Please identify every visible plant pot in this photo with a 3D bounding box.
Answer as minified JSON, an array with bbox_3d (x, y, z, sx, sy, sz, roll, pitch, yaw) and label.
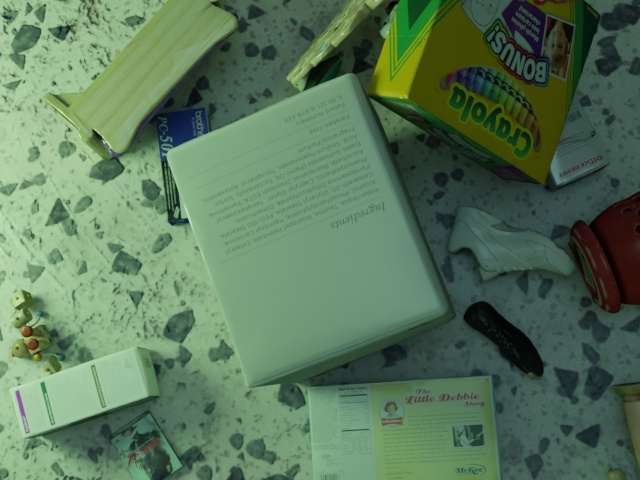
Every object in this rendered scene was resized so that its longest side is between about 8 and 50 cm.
[{"bbox_3d":[0.529,0.024,1.559,0.174,0.191,0.191,-23,79,4],"label":"plant pot"}]

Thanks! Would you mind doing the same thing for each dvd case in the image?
[{"bbox_3d":[-0.311,0.376,1.644,0.087,0.013,0.119,-33,78,-2],"label":"dvd case"}]

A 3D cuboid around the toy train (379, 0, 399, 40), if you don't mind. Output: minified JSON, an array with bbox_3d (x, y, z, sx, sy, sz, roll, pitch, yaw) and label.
[{"bbox_3d":[0.230,-0.309,1.594,0.142,0.334,0.190,-1,54,46],"label":"toy train"}]

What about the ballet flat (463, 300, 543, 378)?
[{"bbox_3d":[0.326,0.176,1.626,0.173,0.049,0.057,47,43,9],"label":"ballet flat"}]

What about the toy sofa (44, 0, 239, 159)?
[{"bbox_3d":[-0.311,-0.312,1.699,0.177,0.150,0.362,40,85,6],"label":"toy sofa"}]

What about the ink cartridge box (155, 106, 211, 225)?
[{"bbox_3d":[-0.245,-0.137,1.715,0.097,0.046,0.207,-8,79,1],"label":"ink cartridge box"}]

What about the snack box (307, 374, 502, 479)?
[{"bbox_3d":[0.144,0.336,1.595,0.321,0.060,0.187,-4,80,3],"label":"snack box"}]

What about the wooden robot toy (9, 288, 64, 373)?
[{"bbox_3d":[-0.536,0.180,1.670,0.079,0.076,0.173,-31,79,9],"label":"wooden robot toy"}]

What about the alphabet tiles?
[{"bbox_3d":[0.047,-0.388,1.626,0.021,0.284,0.278,42,43,-14],"label":"alphabet tiles"}]

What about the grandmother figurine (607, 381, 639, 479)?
[{"bbox_3d":[0.594,0.404,1.538,0.207,0.104,0.343,-12,81,30],"label":"grandmother figurine"}]

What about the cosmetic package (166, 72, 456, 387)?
[{"bbox_3d":[0.000,0.000,1.513,0.327,0.329,0.394,-22,79,7],"label":"cosmetic package"}]

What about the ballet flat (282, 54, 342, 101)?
[{"bbox_3d":[-0.031,-0.263,1.712,0.074,0.074,0.203,24,85,8],"label":"ballet flat"}]

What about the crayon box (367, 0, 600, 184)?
[{"bbox_3d":[0.274,-0.299,1.480,0.106,0.362,0.313,12,81,50],"label":"crayon box"}]

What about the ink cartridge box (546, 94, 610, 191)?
[{"bbox_3d":[0.436,-0.177,1.664,0.109,0.063,0.151,-24,80,-1],"label":"ink cartridge box"}]

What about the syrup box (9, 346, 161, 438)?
[{"bbox_3d":[-0.413,0.269,1.630,0.236,0.093,0.096,-18,79,1],"label":"syrup box"}]

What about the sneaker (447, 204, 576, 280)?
[{"bbox_3d":[0.331,0.027,1.633,0.232,0.090,0.115,23,89,17],"label":"sneaker"}]
